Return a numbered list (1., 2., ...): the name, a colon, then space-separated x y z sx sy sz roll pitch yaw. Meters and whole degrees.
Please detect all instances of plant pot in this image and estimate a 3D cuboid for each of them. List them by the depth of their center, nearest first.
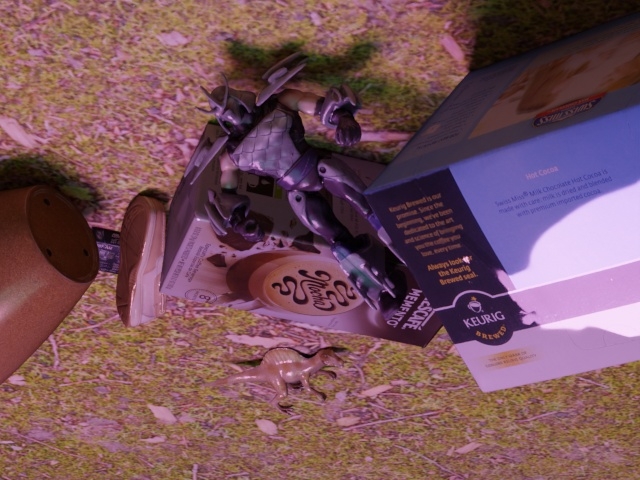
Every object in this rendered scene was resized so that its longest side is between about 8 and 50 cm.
1. plant pot: -0.369 0.048 1.973 0.254 0.237 0.237 -29 138 23

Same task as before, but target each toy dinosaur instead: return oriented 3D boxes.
1. toy dinosaur: -0.049 0.168 2.286 0.183 0.053 0.092 -13 131 15

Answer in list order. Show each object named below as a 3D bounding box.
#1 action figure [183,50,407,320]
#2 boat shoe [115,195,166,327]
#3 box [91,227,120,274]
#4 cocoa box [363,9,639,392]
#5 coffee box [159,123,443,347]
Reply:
1. action figure: -0.004 -0.053 1.728 0.285 0.099 0.185 42 115 -13
2. boat shoe: -0.184 0.020 2.007 0.059 0.063 0.170 -8 134 -26
3. box: -0.222 0.016 2.062 0.083 0.018 0.067 11 150 -10
4. cocoa box: 0.261 -0.049 1.569 0.347 0.231 0.228 -17 112 42
5. coffee box: 0.000 0.000 1.900 0.297 0.119 0.168 12 148 -12
